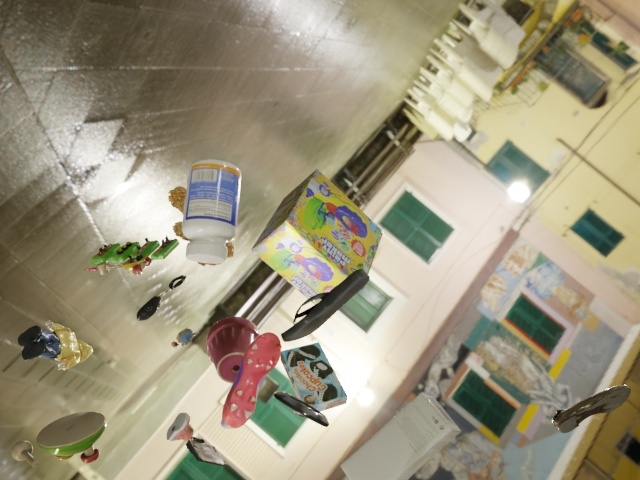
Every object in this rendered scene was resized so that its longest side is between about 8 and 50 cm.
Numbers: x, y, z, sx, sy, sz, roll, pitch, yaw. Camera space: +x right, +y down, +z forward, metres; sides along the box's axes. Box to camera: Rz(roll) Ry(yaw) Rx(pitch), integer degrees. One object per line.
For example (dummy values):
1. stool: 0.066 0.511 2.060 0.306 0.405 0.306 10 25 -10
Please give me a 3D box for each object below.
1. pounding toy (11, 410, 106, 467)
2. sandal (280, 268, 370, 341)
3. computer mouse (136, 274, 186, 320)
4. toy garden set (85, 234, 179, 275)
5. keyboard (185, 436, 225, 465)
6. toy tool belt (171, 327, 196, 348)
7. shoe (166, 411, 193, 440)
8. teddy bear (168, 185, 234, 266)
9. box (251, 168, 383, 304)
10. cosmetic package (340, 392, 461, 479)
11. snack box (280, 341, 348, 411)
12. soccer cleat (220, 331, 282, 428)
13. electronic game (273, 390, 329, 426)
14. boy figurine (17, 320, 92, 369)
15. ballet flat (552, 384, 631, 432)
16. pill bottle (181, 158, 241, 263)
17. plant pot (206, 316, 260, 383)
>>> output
1. pounding toy: -0.724 0.594 1.513 0.183 0.110 0.237 4 -164 41
2. sandal: 0.007 0.151 1.266 0.254 0.054 0.097 -40 158 2
3. computer mouse: -0.571 0.210 1.937 0.242 0.041 0.071 -47 164 -34
4. toy garden set: -0.574 0.039 1.567 0.204 0.244 0.049 -66 149 -63
5. keyboard: -0.367 0.664 1.670 0.023 0.108 0.180 -42 149 -7
6. toy tool belt: -0.475 0.344 1.849 0.083 0.051 0.052 -47 133 -37
7. shoe: -0.512 0.706 2.009 0.178 0.081 0.063 -51 -142 33
8. teddy bear: -0.435 -0.071 1.964 0.245 0.338 0.113 19 132 -43
9. box: 0.000 0.000 1.560 0.177 0.290 0.279 -37 -162 39
10. cosmetic package: 0.270 0.690 1.760 0.365 0.155 0.197 -42 149 3
11. snack box: -0.034 0.582 2.266 0.187 0.322 0.060 -10 128 -21
12. soccer cleat: -0.164 0.320 1.235 0.095 0.083 0.248 -45 -164 43
13. electronic game: -0.070 0.611 1.923 0.048 0.229 0.229 -61 179 -12
14. boy figurine: -0.864 0.348 1.758 0.092 0.177 0.285 -29 161 -2
15. ballet flat: 0.791 0.483 1.558 0.250 0.084 0.058 -27 -153 -3
16. pill bottle: -0.309 -0.078 1.501 0.152 0.152 0.272 117 -24 -75
17. plant pot: -0.302 0.398 1.872 0.201 0.201 0.180 -51 -158 10
